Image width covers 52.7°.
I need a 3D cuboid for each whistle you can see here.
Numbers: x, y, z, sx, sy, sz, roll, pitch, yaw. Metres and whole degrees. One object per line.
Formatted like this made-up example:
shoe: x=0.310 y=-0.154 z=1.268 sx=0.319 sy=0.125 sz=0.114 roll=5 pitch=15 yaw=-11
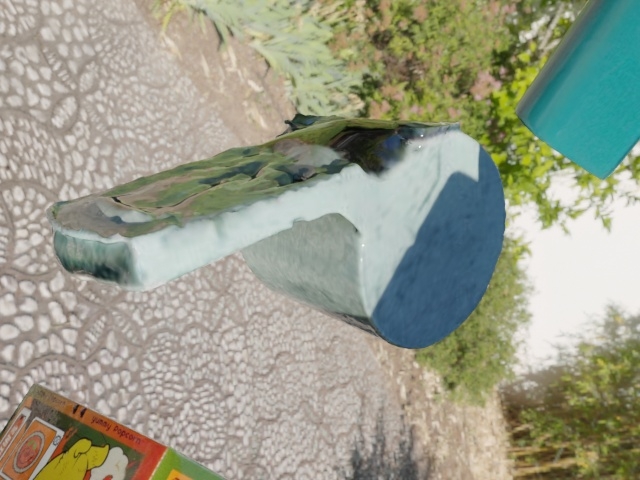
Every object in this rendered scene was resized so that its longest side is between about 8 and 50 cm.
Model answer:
whistle: x=-0.003 y=-0.030 z=0.537 sx=0.405 sy=0.168 sz=0.188 roll=15 pitch=92 yaw=-44

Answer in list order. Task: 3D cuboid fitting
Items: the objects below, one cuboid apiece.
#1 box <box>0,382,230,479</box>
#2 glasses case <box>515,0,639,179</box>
box: x=-0.170 y=0.231 z=0.457 sx=0.148 sy=0.177 sz=0.195 roll=50 pitch=58 yaw=-42
glasses case: x=0.209 y=-0.176 z=0.303 sx=0.070 sy=0.301 sz=0.117 roll=36 pitch=34 yaw=13
